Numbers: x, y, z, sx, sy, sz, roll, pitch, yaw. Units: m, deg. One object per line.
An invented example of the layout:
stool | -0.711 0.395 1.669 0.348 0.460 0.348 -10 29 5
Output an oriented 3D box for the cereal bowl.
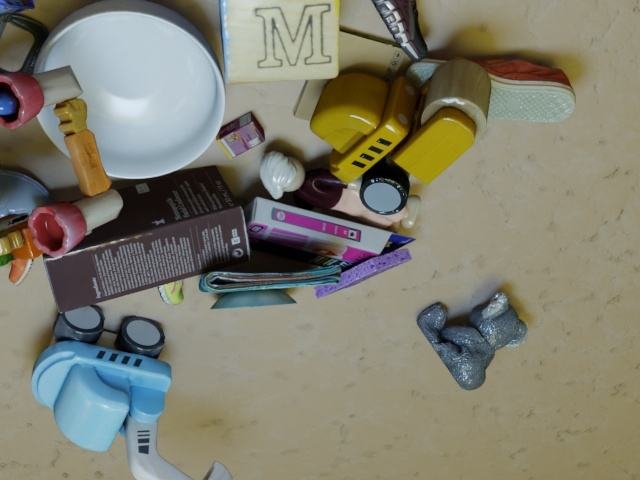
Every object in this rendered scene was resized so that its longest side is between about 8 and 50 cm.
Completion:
cereal bowl | -0.341 -0.285 1.666 0.338 0.141 0.339 -5 129 -6

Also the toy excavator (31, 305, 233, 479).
toy excavator | -0.416 0.393 2.005 0.432 0.445 0.222 17 124 -22

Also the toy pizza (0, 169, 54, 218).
toy pizza | -0.638 -0.065 1.860 0.201 0.032 0.201 -7 131 -8

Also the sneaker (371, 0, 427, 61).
sneaker | 0.166 -0.460 1.644 0.162 0.106 0.281 -30 127 10

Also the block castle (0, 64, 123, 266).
block castle | -0.584 -0.108 1.561 0.453 0.213 0.303 -5 107 33

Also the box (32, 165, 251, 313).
box | -0.349 -0.010 1.804 0.381 0.191 0.143 -17 126 -15

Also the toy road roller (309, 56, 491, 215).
toy road roller | 0.133 -0.227 1.714 0.240 0.202 0.329 36 131 -18

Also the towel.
towel | -0.117 0.082 1.912 0.271 0.370 0.040 -3 87 -9

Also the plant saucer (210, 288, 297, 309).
plant saucer | -0.149 0.129 2.048 0.195 0.195 0.037 -4 88 -7

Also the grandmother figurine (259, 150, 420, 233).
grandmother figurine | 0.025 -0.098 1.903 0.342 0.104 0.208 20 144 -27

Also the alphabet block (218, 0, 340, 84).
alphabet block | -0.076 -0.400 1.593 0.197 0.192 0.193 -4 131 -6

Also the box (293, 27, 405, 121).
box | 0.055 -0.308 1.797 0.164 0.021 0.201 11 126 -19

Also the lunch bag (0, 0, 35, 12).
lunch bag | -0.585 -0.387 1.427 0.220 0.293 0.138 -7 115 -5

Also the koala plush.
koala plush | 0.383 0.229 2.200 0.221 0.203 0.196 -34 128 2

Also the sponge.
sponge | 0.089 0.072 2.015 0.117 0.031 0.210 -16 171 -41

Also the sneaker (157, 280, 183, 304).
sneaker | -0.314 0.055 1.989 0.094 0.081 0.208 -14 131 -6

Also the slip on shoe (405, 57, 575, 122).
slip on shoe | 0.330 -0.305 1.807 0.331 0.101 0.123 7 140 1

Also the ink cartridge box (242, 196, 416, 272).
ink cartridge box | 0.000 0.000 1.960 0.370 0.069 0.176 12 160 -21

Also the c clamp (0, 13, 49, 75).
c clamp | -0.560 -0.354 1.652 0.137 0.022 0.161 13 124 -26

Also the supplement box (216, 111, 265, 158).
supplement box | -0.158 -0.208 1.826 0.083 0.043 0.055 -25 128 11

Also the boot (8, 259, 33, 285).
boot | -0.621 0.020 1.882 0.084 0.059 0.158 17 116 -22
